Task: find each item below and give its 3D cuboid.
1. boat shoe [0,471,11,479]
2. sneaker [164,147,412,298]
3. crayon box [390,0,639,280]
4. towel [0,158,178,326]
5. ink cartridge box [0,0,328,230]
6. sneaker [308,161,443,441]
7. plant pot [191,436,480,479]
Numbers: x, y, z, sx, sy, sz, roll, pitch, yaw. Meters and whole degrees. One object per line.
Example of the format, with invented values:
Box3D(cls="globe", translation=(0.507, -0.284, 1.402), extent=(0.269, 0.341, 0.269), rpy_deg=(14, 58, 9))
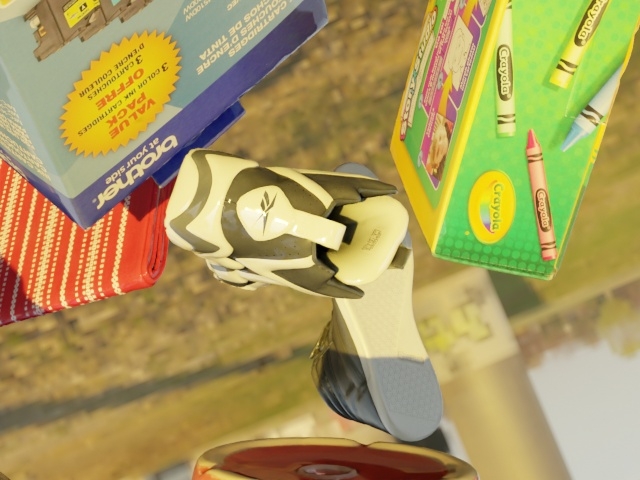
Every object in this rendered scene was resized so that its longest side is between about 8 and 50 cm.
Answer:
Box3D(cls="boat shoe", translation=(-0.319, 0.129, 1.076), extent=(0.104, 0.307, 0.111), rpy_deg=(-62, -170, -6))
Box3D(cls="sneaker", translation=(0.000, 0.000, 1.285), extent=(0.153, 0.094, 0.235), rpy_deg=(17, 170, 18))
Box3D(cls="crayon box", translation=(0.121, -0.139, 1.049), extent=(0.081, 0.278, 0.165), rpy_deg=(10, -157, -11))
Box3D(cls="towel", translation=(-0.236, -0.017, 1.611), extent=(0.275, 0.199, 0.031), rpy_deg=(-15, 143, 33))
Box3D(cls="ink cartridge box", translation=(-0.149, -0.194, 1.302), extent=(0.270, 0.151, 0.395), rpy_deg=(-42, 154, -15))
Box3D(cls="sneaker", translation=(0.032, 0.069, 1.908), extent=(0.104, 0.295, 0.147), rpy_deg=(-16, -177, -30))
Box3D(cls="plant pot", translation=(0.005, 0.270, 1.236), extent=(0.275, 0.243, 0.275), rpy_deg=(2, -175, 0))
